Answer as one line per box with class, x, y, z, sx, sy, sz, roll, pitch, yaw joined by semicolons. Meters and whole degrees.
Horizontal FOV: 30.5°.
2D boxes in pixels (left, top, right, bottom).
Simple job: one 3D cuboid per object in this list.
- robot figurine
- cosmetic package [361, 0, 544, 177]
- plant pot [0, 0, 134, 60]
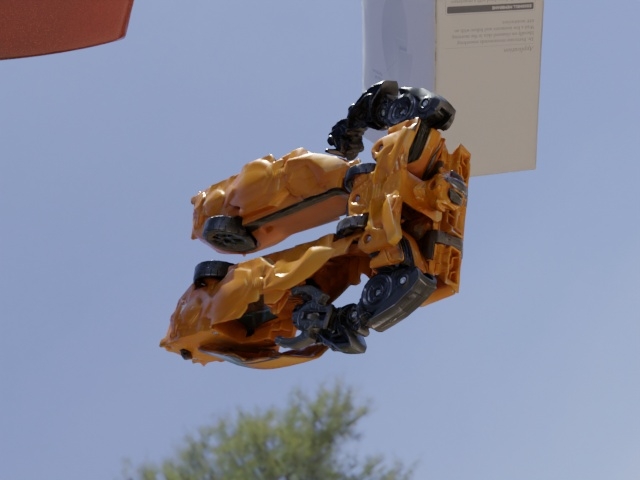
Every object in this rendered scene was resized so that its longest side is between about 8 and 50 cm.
robot figurine;0.000;0.000;0.877;0.291;0.211;0.085;-17;-35;43
cosmetic package;0.147;-0.208;1.365;0.138;0.224;0.224;-6;-70;-18
plant pot;-0.331;-0.314;1.072;0.236;0.267;0.267;-30;-14;-29
